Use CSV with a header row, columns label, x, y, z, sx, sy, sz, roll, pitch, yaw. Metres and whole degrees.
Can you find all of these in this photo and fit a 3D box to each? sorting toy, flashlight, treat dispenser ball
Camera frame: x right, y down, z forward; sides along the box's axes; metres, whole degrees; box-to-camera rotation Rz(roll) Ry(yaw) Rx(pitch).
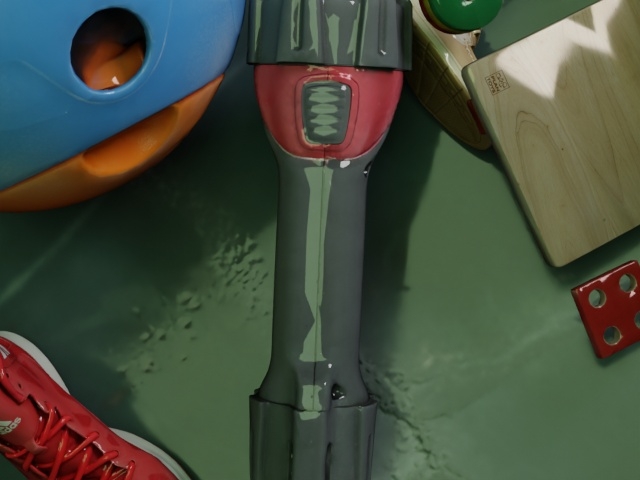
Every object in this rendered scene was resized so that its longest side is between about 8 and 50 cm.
label,x,y,z,sx,sy,sz,roll,pitch,yaw
sorting toy,0.167,-0.062,0.913,0.132,0.046,0.274,-27,96,-15
flashlight,0.000,0.000,0.914,0.103,0.103,0.304,9,99,48
treat dispenser ball,-0.188,-0.160,0.894,0.288,0.288,0.288,-2,81,11

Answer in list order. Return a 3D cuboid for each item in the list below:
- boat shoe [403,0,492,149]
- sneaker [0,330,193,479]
label,x,y,z,sx,sy,sz,roll,pitch,yaw
boat shoe,0.075,-0.138,0.957,0.059,0.063,0.170,-32,82,-20
sneaker,-0.169,0.138,0.928,0.221,0.128,0.087,36,90,14
